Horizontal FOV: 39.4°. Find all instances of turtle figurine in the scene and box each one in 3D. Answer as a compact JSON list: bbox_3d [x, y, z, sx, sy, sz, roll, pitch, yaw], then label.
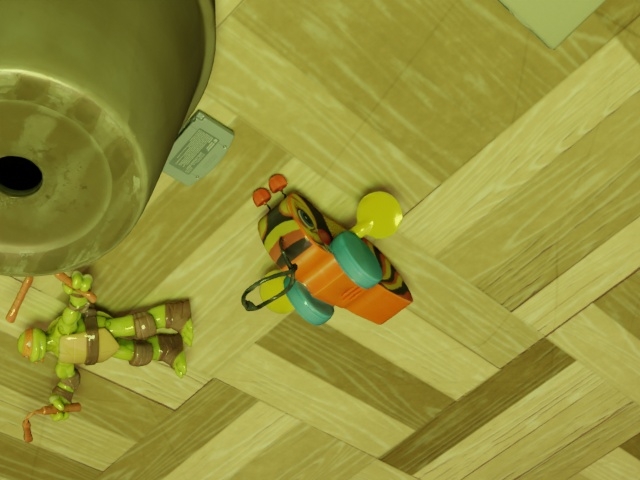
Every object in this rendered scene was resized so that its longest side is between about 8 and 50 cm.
[{"bbox_3d":[-0.272,0.131,1.085,0.217,0.087,0.269,1,122,-22],"label":"turtle figurine"}]

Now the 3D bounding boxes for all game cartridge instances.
[{"bbox_3d":[-0.134,-0.098,0.966,0.056,0.017,0.083,33,117,-29],"label":"game cartridge"}]

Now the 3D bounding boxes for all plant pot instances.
[{"bbox_3d":[-0.242,-0.130,0.743,0.323,0.280,0.323,-5,131,-6],"label":"plant pot"}]

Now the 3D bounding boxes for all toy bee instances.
[{"bbox_3d":[0.000,0.000,1.011,0.195,0.162,0.298,-28,155,2],"label":"toy bee"}]

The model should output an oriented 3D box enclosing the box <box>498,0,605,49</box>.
[{"bbox_3d":[0.269,-0.317,0.812,0.113,0.094,0.275,32,118,-32],"label":"box"}]
